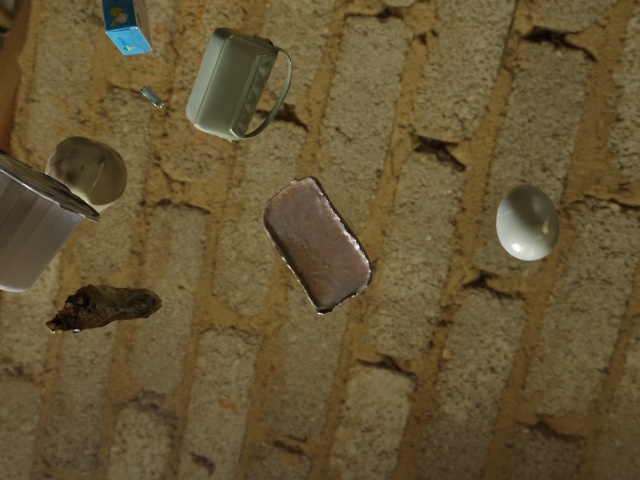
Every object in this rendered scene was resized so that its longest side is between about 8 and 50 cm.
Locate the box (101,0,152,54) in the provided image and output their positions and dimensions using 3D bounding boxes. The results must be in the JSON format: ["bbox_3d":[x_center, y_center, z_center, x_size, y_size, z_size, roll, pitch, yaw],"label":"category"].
[{"bbox_3d":[-0.430,-0.528,1.298,0.139,0.073,0.194,120,142,-87],"label":"box"}]

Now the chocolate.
[{"bbox_3d":[0.001,0.001,1.176,0.262,0.161,0.083,60,-157,-2],"label":"chocolate"}]

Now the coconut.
[{"bbox_3d":[-0.631,-0.176,1.593,0.224,0.224,0.224,14,-90,-81],"label":"coconut"}]

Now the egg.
[{"bbox_3d":[0.522,-0.049,1.496,0.151,0.151,0.209,89,-178,-57],"label":"egg"}]

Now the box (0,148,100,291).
[{"bbox_3d":[-0.595,-0.037,1.141,0.206,0.262,0.291,-56,19,-4],"label":"box"}]

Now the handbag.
[{"bbox_3d":[-0.180,-0.354,1.382,0.219,0.079,0.256,9,-63,-40],"label":"handbag"}]

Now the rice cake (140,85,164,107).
[{"bbox_3d":[-0.398,-0.341,1.399,0.022,0.121,0.022,28,-80,-41],"label":"rice cake"}]

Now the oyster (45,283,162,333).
[{"bbox_3d":[-0.417,0.128,1.163,0.345,0.128,0.079,-14,-61,-78],"label":"oyster"}]
